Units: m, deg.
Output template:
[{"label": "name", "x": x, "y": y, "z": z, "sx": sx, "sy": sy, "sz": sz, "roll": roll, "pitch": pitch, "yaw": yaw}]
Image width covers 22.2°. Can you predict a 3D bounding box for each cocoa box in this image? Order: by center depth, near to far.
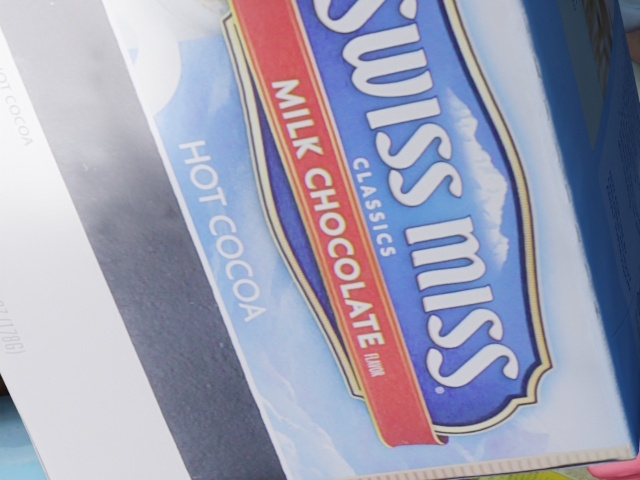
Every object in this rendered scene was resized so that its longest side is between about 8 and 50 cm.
[{"label": "cocoa box", "x": -0.019, "y": -0.105, "z": 0.603, "sx": 0.228, "sy": 0.231, "sz": 0.347, "roll": -9, "pitch": 119, "yaw": 18}]

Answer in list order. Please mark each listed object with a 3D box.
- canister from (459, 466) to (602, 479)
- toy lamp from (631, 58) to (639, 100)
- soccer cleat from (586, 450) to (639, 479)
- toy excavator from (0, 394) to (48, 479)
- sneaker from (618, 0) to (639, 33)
[{"label": "canister", "x": 0.138, "y": 0.161, "z": 0.838, "sx": 0.170, "sy": 0.073, "sz": 0.126, "roll": 23, "pitch": 93, "yaw": -11}, {"label": "toy lamp", "x": 0.137, "y": -0.086, "z": 0.799, "sx": 0.274, "sy": 0.080, "sz": 0.080, "roll": 40, "pitch": 90, "yaw": -12}, {"label": "soccer cleat", "x": 0.221, "y": 0.063, "z": 0.810, "sx": 0.248, "sy": 0.083, "sz": 0.095, "roll": -9, "pitch": 81, "yaw": -31}, {"label": "toy excavator", "x": -0.192, "y": 0.125, "z": 0.722, "sx": 0.433, "sy": 0.222, "sz": 0.445, "roll": -7, "pitch": 89, "yaw": -11}, {"label": "sneaker", "x": 0.098, "y": -0.242, "z": 0.718, "sx": 0.106, "sy": 0.123, "sz": 0.290, "roll": -30, "pitch": 83, "yaw": -30}]
